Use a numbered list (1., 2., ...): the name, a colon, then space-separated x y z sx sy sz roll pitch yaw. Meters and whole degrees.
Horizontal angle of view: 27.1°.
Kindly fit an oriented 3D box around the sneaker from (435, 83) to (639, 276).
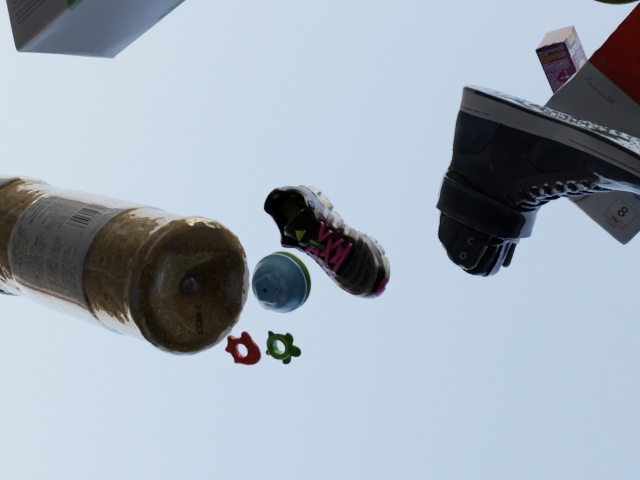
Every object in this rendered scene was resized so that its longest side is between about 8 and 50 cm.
1. sneaker: 0.200 -0.031 1.177 0.226 0.086 0.163 25 -76 40

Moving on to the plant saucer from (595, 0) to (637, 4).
1. plant saucer: 0.326 -0.383 1.471 0.241 0.037 0.241 33 -47 43

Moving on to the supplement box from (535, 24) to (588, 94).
1. supplement box: 0.317 -0.227 1.721 0.043 0.083 0.055 -12 -153 35

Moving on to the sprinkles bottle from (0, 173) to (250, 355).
1. sprinkles bottle: -0.215 0.015 1.225 0.355 0.121 0.121 12 -97 49

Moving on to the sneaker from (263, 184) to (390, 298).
1. sneaker: 0.000 0.000 1.344 0.170 0.075 0.063 48 -65 33

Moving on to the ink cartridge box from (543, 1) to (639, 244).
1. ink cartridge box: 0.367 -0.135 1.576 0.232 0.189 0.066 -51 177 37

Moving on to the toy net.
1. toy net: -0.119 0.073 1.491 0.232 0.045 0.122 2 -76 28

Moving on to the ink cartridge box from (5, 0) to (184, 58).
1. ink cartridge box: -0.166 -0.259 0.958 0.154 0.093 0.212 -29 -108 44
